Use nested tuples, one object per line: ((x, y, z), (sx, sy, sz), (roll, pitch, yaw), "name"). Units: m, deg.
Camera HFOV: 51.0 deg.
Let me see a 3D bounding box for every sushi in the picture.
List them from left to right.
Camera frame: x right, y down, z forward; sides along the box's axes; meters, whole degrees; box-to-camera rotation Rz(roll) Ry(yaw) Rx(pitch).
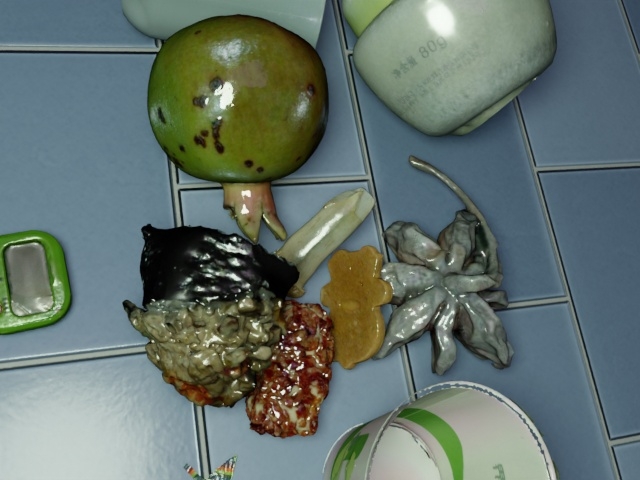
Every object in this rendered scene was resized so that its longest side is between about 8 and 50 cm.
((-0.156, 0.107, 0.899), (0.225, 0.238, 0.219), (13, 73, 7), "sushi")

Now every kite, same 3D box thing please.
((-0.160, 0.347, 0.933), (0.122, 0.004, 0.090), (-32, 83, -23), "kite")

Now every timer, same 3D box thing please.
((-0.419, 0.059, 0.935), (0.128, 0.047, 0.140), (-11, 75, -18), "timer")

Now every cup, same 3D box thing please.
((-0.153, -0.410, 1.090), (0.312, 0.205, 0.206), (7, 70, -12), "cup")
((0.132, 0.325, 0.881), (0.253, 0.274, 0.253), (5, 72, -15), "cup")

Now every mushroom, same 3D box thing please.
((0.000, 0.000, 1.025), (0.209, 0.071, 0.084), (-44, 98, 4), "mushroom")

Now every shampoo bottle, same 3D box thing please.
((0.212, -0.345, 1.106), (0.322, 0.322, 0.317), (-32, 89, -23), "shampoo bottle")

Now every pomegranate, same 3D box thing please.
((-0.135, -0.168, 0.996), (0.290, 0.291, 0.324), (16, 103, -11), "pomegranate")

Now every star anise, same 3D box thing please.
((0.181, 0.056, 1.061), (0.316, 0.139, 0.359), (-39, 76, -23), "star anise")

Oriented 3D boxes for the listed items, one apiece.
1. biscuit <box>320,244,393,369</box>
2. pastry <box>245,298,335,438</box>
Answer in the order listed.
((0.056, 0.098, 1.021), (0.027, 0.133, 0.184), (11, 64, -49), "biscuit")
((-0.042, 0.184, 0.978), (0.115, 0.097, 0.209), (24, 65, -18), "pastry")
